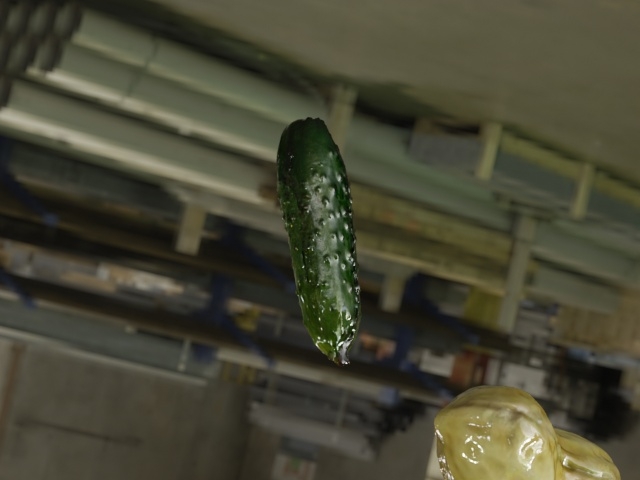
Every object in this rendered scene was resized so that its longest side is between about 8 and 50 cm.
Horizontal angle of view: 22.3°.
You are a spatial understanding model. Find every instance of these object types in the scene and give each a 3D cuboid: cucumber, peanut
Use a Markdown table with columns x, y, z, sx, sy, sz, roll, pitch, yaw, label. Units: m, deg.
| x | y | z | sx | sy | sz | roll | pitch | yaw | label |
| --- | --- | --- | --- | --- | --- | --- | --- | --- | --- |
| 0.000 | 0.000 | 1.407 | 0.069 | 0.227 | 0.069 | -7 | 164 | -2 | cucumber |
| 0.207 | 0.232 | 1.613 | 0.147 | 0.147 | 0.305 | 8 | 158 | 46 | peanut |
